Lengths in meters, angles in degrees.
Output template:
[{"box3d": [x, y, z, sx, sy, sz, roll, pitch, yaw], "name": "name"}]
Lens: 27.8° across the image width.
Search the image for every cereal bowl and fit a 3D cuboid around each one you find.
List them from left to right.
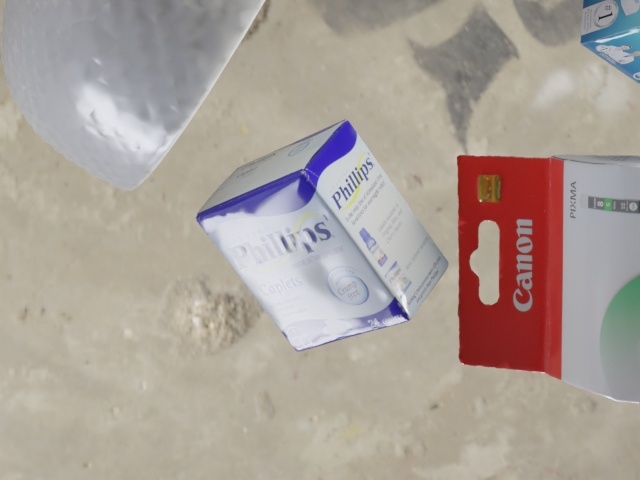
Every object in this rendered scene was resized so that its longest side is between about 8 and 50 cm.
[{"box3d": [-0.098, -0.207, 0.781, 0.141, 0.339, 0.339, 28, 114, -13], "name": "cereal bowl"}]

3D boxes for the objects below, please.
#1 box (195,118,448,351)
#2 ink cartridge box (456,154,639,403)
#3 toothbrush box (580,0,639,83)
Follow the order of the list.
[{"box3d": [0.000, 0.000, 0.947, 0.126, 0.072, 0.137, -20, 112, 44], "name": "box"}, {"box3d": [0.203, 0.026, 0.984, 0.224, 0.056, 0.181, 3, 101, 24], "name": "ink cartridge box"}, {"box3d": [0.448, -0.325, 1.437, 0.126, 0.216, 0.295, 23, 155, -38], "name": "toothbrush box"}]
